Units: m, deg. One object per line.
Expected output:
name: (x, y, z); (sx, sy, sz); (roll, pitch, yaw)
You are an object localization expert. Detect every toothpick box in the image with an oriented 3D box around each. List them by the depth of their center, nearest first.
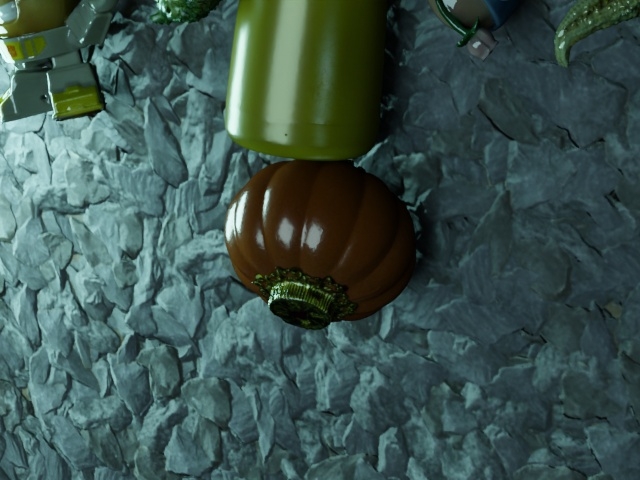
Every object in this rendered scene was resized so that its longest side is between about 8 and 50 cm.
toothpick box: (-0.010, -0.235, 1.442); (0.175, 0.175, 0.271); (16, 109, 31)

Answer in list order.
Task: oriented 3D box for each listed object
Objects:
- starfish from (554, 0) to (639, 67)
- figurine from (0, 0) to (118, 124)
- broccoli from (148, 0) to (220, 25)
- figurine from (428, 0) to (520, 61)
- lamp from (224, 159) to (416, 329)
starfish: (0.354, -0.333, 1.208); (0.347, 0.078, 0.357); (3, 87, 21)
figurine: (-0.374, -0.299, 1.699); (0.309, 0.143, 0.308); (4, 106, 16)
broccoli: (-0.187, -0.387, 1.462); (0.308, 0.275, 0.307); (26, 123, 49)
figurine: (0.164, -0.262, 1.311); (0.114, 0.144, 0.178); (35, 154, -11)
lamp: (0.000, 0.000, 1.484); (0.223, 0.223, 0.196); (-9, 54, 37)
